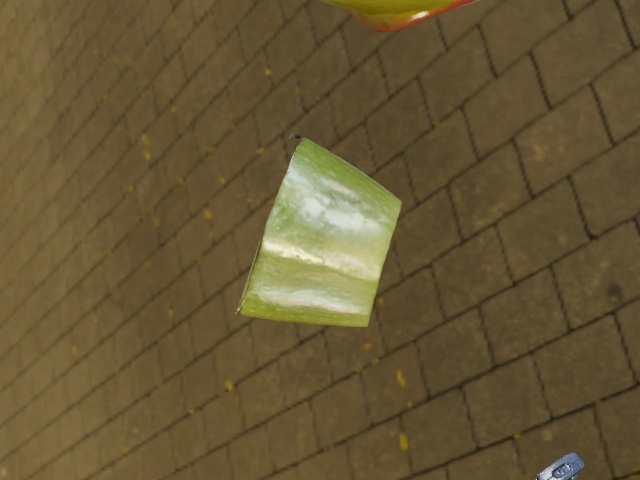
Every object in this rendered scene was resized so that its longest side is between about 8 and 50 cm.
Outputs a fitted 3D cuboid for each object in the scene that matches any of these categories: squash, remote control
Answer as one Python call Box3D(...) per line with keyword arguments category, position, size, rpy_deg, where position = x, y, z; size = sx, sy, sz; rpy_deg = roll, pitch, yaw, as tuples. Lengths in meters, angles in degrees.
Box3D(category="squash", position=(0.000, 0.000, 0.908), size=(0.170, 0.123, 0.170), rpy_deg=(17, -90, -86))
Box3D(category="remote control", position=(0.173, 0.223, 0.852), size=(0.027, 0.043, 0.152), rpy_deg=(59, 153, 28))

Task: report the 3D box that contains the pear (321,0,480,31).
Box3D(category="pear", position=(0.080, -0.255, 0.444), size=(0.287, 0.375, 0.287), rpy_deg=(-18, -90, -90))
